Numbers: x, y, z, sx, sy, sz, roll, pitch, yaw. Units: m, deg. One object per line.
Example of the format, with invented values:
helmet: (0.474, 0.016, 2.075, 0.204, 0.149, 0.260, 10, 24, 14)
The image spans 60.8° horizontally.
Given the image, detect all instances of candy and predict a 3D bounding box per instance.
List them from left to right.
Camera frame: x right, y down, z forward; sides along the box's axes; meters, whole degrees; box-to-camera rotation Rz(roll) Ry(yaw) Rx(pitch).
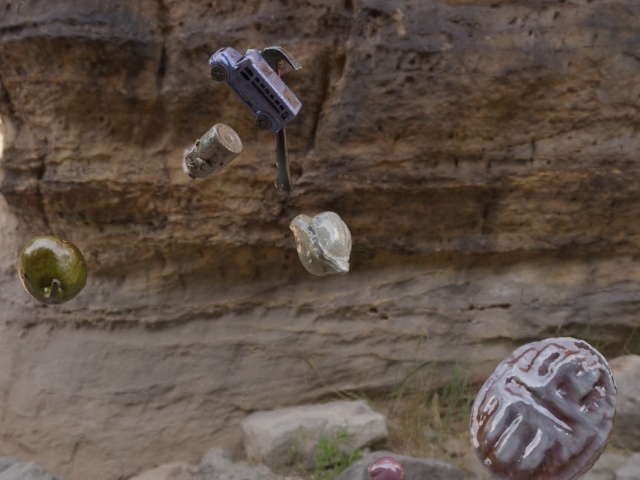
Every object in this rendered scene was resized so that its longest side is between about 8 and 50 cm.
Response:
candy: (0.402, 0.316, 0.983, 0.214, 0.289, 0.157, 34, -12, 39)

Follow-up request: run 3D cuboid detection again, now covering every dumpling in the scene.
dumpling: (0.000, 0.000, 1.092, 0.136, 0.118, 0.199, 44, 7, -30)

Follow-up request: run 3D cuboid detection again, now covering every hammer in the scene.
hammer: (-0.084, -0.239, 1.097, 0.111, 0.287, 0.033, 5, 20, 24)

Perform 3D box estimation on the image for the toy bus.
toy bus: (-0.112, -0.271, 0.950, 0.076, 0.167, 0.073, -31, 24, 31)

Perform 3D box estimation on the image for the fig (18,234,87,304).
fig: (-0.326, 0.046, 0.666, 0.082, 0.084, 0.098, 20, 31, -33)

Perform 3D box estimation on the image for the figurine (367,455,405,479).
figurine: (0.130, 0.448, 1.039, 0.083, 0.067, 0.071, 30, 8, -46)

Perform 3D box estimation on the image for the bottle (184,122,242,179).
bottle: (-0.268, -0.203, 1.312, 0.152, 0.098, 0.099, -32, -16, 27)
